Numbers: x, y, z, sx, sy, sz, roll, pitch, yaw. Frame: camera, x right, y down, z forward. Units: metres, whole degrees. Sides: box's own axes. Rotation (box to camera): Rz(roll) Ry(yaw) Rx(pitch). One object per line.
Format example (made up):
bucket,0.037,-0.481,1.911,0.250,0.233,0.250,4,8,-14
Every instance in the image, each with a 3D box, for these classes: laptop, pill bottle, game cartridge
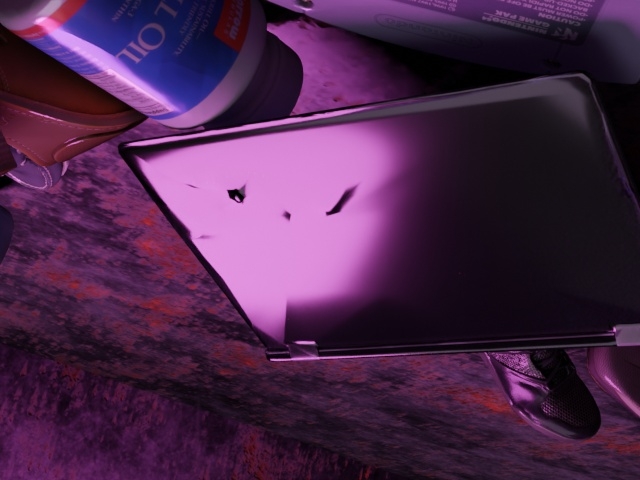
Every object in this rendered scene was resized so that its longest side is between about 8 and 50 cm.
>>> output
laptop,0.118,-0.030,1.044,0.381,0.236,0.408,-5,-168,29
pill bottle,-0.118,-0.158,0.900,0.124,0.124,0.221,-2,156,45
game cartridge,0.079,-0.183,0.773,0.297,0.062,0.198,15,166,3

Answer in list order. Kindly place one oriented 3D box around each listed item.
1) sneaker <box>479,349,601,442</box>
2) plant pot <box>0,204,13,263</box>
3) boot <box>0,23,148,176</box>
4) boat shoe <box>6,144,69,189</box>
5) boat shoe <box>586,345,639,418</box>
sneaker,0.248,0.127,1.390,0.227,0.087,0.130,55,157,9
plant pot,-0.570,-0.005,1.519,0.293,0.293,0.235,-5,136,48
boot,-0.247,-0.161,0.931,0.109,0.220,0.283,-20,-175,41
boat shoe,-0.371,-0.113,1.287,0.116,0.099,0.319,9,161,19
boat shoe,0.447,0.195,1.473,0.355,0.132,0.130,25,160,-23
